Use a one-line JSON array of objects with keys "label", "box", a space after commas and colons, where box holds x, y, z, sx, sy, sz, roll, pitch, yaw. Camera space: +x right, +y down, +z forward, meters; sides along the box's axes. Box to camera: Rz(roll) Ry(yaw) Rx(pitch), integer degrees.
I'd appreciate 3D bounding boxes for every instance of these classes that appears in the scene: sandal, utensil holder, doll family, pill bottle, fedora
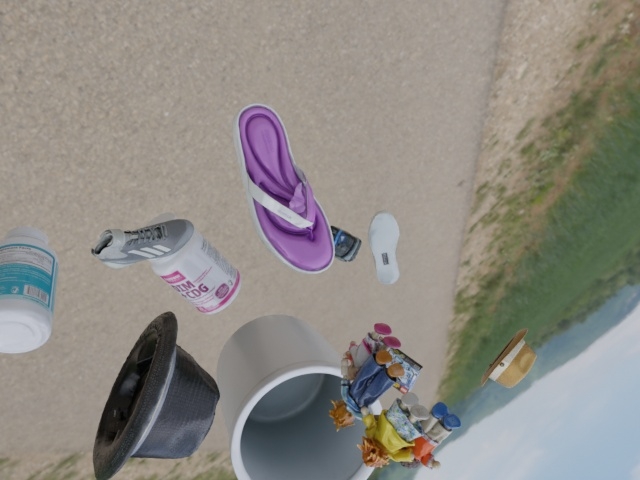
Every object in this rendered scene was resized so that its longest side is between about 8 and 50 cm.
[{"label": "sandal", "box": [-0.087, -0.115, 1.411, 0.169, 0.417, 0.102, -26, -178, -23]}, {"label": "utensil holder", "box": [-0.071, 0.374, 1.460, 0.327, 0.328, 0.385, -39, -162, -6]}, {"label": "doll family", "box": [0.089, 0.272, 1.031, 0.118, 0.263, 0.163, -3, 136, -41]}, {"label": "pill bottle", "box": [-0.633, 0.093, 1.326, 0.146, 0.264, 0.146, -8, 136, -8]}, {"label": "fedora", "box": [0.497, 0.319, 1.632, 0.194, 0.079, 0.194, -47, 164, -18]}, {"label": "fedora", "box": [-0.276, 0.289, 1.119, 0.152, 0.334, 0.334, 26, 122, -21]}, {"label": "pill bottle", "box": [-0.358, 0.063, 1.722, 0.160, 0.160, 0.283, -41, 126, 0]}]

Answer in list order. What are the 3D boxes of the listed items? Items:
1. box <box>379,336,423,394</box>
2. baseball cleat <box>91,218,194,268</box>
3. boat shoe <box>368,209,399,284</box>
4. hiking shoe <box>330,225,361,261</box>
[{"label": "box", "box": [0.184, 0.318, 1.599, 0.027, 0.137, 0.094, -28, 145, -49]}, {"label": "baseball cleat", "box": [-0.361, 0.002, 1.272, 0.205, 0.072, 0.109, -24, 155, 6]}, {"label": "boat shoe", "box": [0.159, 0.009, 1.606, 0.077, 0.070, 0.220, -7, 125, 1]}, {"label": "hiking shoe", "box": [0.000, 0.000, 2.021, 0.304, 0.132, 0.113, -10, -133, 52]}]
